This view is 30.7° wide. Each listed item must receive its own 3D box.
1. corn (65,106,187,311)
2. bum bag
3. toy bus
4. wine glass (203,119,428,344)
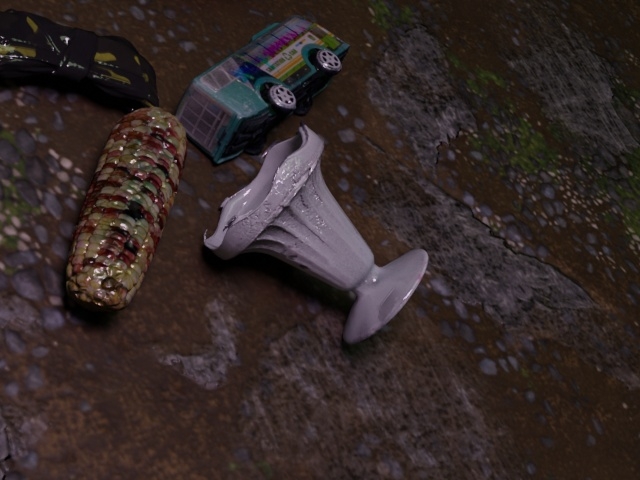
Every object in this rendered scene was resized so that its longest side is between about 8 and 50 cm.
[{"bbox_3d":[-0.189,-0.028,1.130,0.086,0.086,0.253,27,45,-18],"label":"corn"},{"bbox_3d":[-0.277,-0.191,1.217,0.232,0.060,0.107,12,40,-34],"label":"bum bag"},{"bbox_3d":[-0.061,-0.181,1.366,0.109,0.091,0.262,39,38,5],"label":"toy bus"},{"bbox_3d":[0.000,0.000,1.206,0.196,0.165,0.165,40,40,-10],"label":"wine glass"}]
